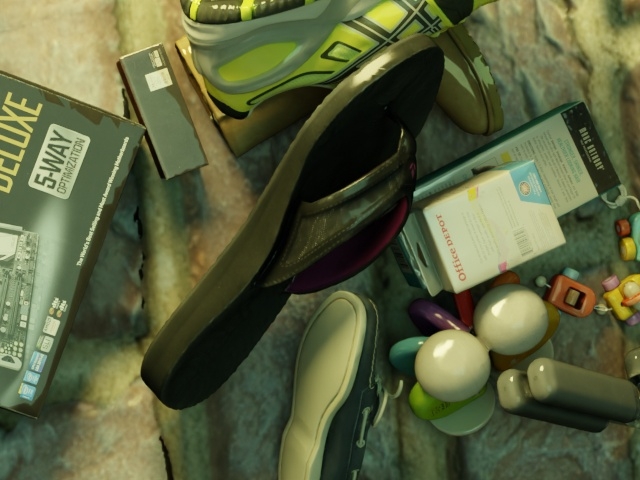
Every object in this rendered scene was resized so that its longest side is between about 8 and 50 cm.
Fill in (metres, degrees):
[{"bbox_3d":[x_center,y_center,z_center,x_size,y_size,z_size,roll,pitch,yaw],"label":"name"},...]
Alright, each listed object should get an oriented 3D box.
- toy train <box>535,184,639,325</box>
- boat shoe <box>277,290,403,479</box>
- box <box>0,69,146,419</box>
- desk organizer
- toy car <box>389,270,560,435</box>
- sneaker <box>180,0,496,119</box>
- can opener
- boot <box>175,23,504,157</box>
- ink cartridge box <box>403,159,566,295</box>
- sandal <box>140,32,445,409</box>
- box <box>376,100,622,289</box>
[{"bbox_3d":[0.313,0.025,1.808,0.125,0.046,0.166,30,86,-12],"label":"toy train"},{"bbox_3d":[0.023,0.164,1.697,0.079,0.095,0.254,-2,115,-30],"label":"boat shoe"},{"bbox_3d":[-0.337,-0.011,1.645,0.242,0.076,0.307,21,88,-12],"label":"box"},{"bbox_3d":[-0.160,-0.128,1.694,0.047,0.050,0.130,-22,96,-12],"label":"desk organizer"},{"bbox_3d":[0.150,0.102,1.738,0.182,0.159,0.136,-38,65,-9],"label":"toy car"},{"bbox_3d":[0.046,-0.231,1.633,0.385,0.145,0.147,-15,133,-17],"label":"sneaker"},{"bbox_3d":[0.285,0.146,1.740,0.283,0.076,0.095,17,57,-45],"label":"can opener"},{"bbox_3d":[0.022,-0.158,1.723,0.270,0.089,0.236,-29,92,-8],"label":"boot"},{"bbox_3d":[0.153,-0.012,1.686,0.143,0.090,0.092,-23,97,-10],"label":"ink cartridge box"},{"bbox_3d":[0.000,0.001,1.642,0.107,0.167,0.445,42,104,23],"label":"sandal"},{"bbox_3d":[0.184,-0.049,1.769,0.244,0.060,0.100,-27,98,-10],"label":"box"}]
